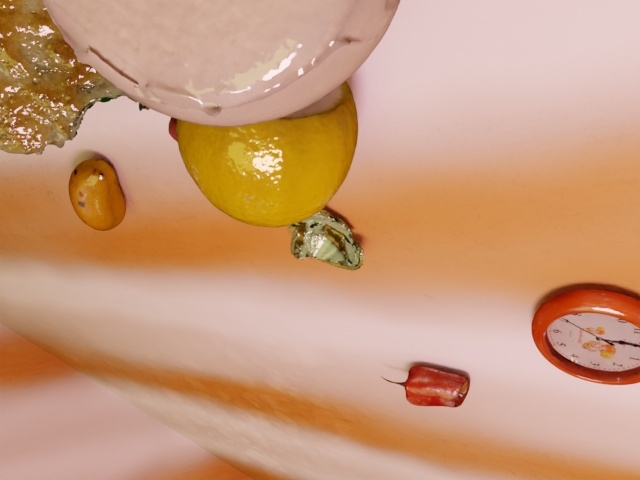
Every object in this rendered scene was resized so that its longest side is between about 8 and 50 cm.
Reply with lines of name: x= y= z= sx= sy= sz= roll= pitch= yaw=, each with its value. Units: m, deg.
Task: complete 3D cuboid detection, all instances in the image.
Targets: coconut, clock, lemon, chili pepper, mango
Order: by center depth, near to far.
lemon: x=-0.072 y=-0.129 z=0.764 sx=0.240 sy=0.240 sz=0.219 roll=23 pitch=133 yaw=11
clock: x=0.445 y=0.155 z=0.888 sx=0.205 sy=0.051 sz=0.205 roll=18 pitch=139 yaw=17
coconut: x=0.002 y=-0.005 z=1.006 sx=0.158 sy=0.055 sz=0.133 roll=46 pitch=141 yaw=-16
chili pepper: x=0.219 y=0.311 z=1.191 sx=0.192 sy=0.084 sz=0.086 roll=5 pitch=103 yaw=26
mango: x=-0.484 y=-0.099 z=1.201 sx=0.115 sy=0.090 sz=0.178 roll=10 pitch=135 yaw=10

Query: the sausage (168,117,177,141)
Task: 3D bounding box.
sausage: x=-0.215 y=-0.183 z=0.950 sx=0.094 sy=0.059 sz=0.054 roll=27 pitch=155 yaw=-2

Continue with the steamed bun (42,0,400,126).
steamed bun: x=-0.087 y=-0.305 z=0.551 sx=0.374 sy=0.241 sz=0.374 roll=3 pitch=106 yaw=11

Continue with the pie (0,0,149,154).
pie: x=-0.355 y=-0.276 z=0.770 sx=0.371 sy=0.078 sz=0.296 roll=-22 pitch=119 yaw=-5
